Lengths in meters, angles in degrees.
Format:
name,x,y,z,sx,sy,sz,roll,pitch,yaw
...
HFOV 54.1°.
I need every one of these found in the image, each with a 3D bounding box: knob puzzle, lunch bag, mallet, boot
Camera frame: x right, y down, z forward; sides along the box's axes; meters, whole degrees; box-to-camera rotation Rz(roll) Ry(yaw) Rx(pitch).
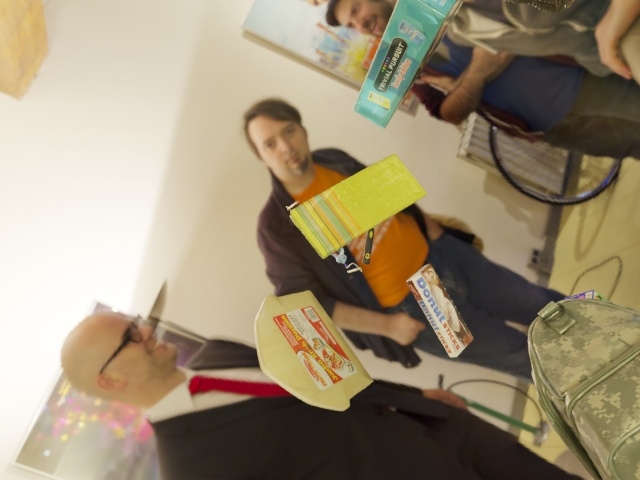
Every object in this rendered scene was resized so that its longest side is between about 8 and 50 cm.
name,x,y,z,sx,sy,sz,roll,pitch,yaw
knob puzzle,-0.027,0.159,0.875,0.030,0.213,0.213,-44,18,26
lunch bag,0.445,0.242,0.897,0.212,0.305,0.256,-38,29,4
mallet,0.124,-0.031,1.406,0.039,0.062,0.189,112,164,-61
boot,0.446,-0.536,1.274,0.137,0.198,0.077,-38,-25,-27

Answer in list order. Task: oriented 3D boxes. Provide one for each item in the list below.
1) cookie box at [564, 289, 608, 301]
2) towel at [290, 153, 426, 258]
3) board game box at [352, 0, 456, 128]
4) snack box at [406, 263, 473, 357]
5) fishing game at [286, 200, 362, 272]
name,x,y,z,sx,sy,sz,roll,pitch,yaw
cookie box,0.710,0.181,1.639,0.092,0.107,0.040,-31,31,53
towel,0.069,-0.064,1.109,0.237,0.102,0.021,-31,-13,-21
board game box,0.182,-0.386,1.103,0.254,0.079,0.336,-57,-2,-22
snack box,0.236,0.138,1.234,0.064,0.178,0.022,-35,7,-34
fishing game,0.000,0.000,1.744,0.041,0.264,0.189,-44,7,-13
